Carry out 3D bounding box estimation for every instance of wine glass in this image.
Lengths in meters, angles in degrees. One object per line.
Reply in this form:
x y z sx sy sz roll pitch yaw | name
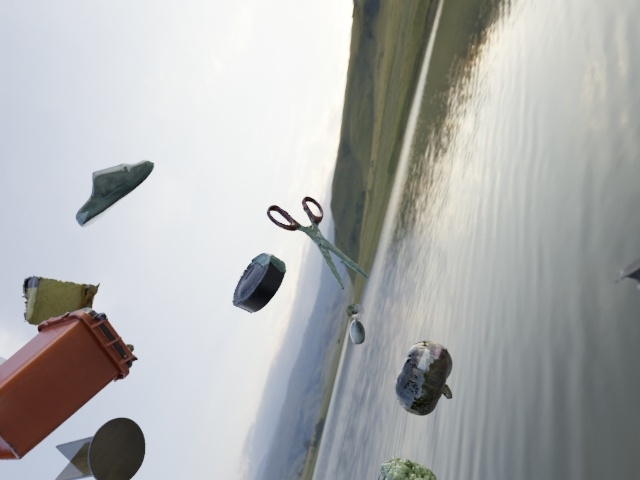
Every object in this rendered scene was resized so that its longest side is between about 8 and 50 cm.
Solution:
0.132 0.305 1.517 0.198 0.066 0.066 78 -157 -47 | wine glass

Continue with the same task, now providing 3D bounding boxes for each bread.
-0.652 0.145 1.050 0.147 0.152 0.127 21 -98 -46 | bread

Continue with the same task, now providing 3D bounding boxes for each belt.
-0.186 0.126 1.291 0.198 0.078 0.151 -49 30 15 | belt

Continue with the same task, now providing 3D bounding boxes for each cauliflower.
0.267 0.813 1.254 0.260 0.327 0.281 -23 25 52 | cauliflower

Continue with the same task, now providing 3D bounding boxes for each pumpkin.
0.370 0.482 1.457 0.260 0.189 0.260 -41 -37 -41 | pumpkin

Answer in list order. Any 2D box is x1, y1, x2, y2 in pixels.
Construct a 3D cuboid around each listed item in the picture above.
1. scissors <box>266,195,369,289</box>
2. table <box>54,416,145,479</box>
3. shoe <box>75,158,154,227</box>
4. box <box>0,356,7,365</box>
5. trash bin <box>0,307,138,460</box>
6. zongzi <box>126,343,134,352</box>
0.000 0.000 0.908 0.144 0.248 0.017 -20 -30 -40 | scissors
-0.630 0.600 1.174 0.167 0.226 0.167 44 -146 -40 | table
-0.559 -0.146 1.120 0.251 0.100 0.103 -48 20 -17 | shoe
-0.763 0.326 0.791 0.225 0.190 0.297 -17 38 55 | box
-0.464 0.241 0.727 0.161 0.184 0.239 63 -152 -17 | trash bin
-0.600 0.362 1.279 0.040 0.076 0.083 56 -169 -59 | zongzi
